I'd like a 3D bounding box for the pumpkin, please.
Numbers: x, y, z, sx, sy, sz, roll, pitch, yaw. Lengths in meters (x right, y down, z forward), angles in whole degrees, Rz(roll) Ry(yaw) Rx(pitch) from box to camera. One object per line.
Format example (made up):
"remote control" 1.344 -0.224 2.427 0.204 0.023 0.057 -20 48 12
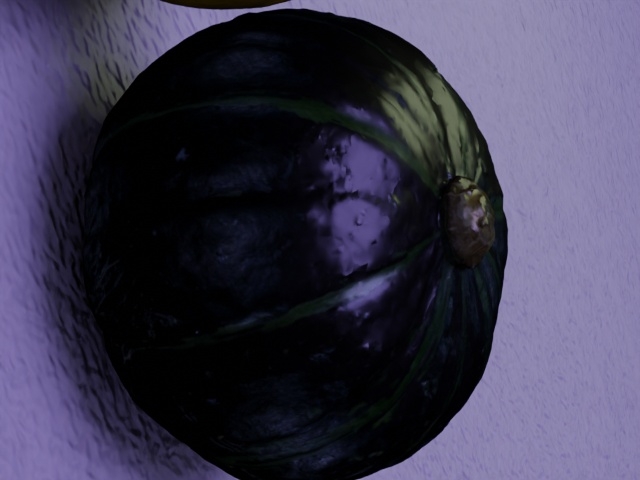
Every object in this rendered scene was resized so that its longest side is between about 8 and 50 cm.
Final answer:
"pumpkin" 0.000 0.000 1.127 0.315 0.238 0.315 20 67 -62

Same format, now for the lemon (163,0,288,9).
"lemon" -0.055 -0.267 1.079 0.316 0.285 0.285 -10 88 -48
